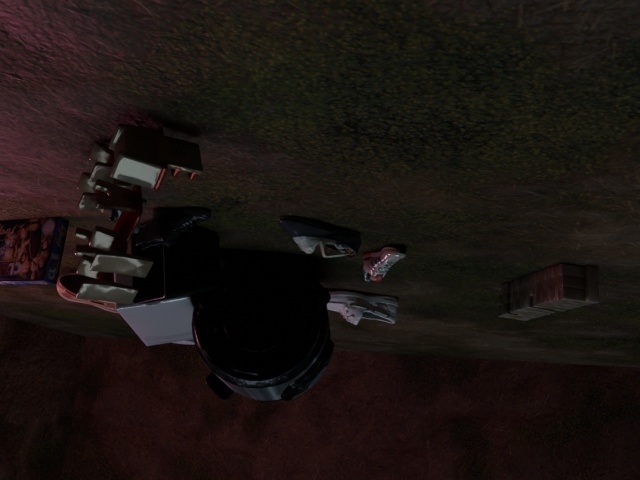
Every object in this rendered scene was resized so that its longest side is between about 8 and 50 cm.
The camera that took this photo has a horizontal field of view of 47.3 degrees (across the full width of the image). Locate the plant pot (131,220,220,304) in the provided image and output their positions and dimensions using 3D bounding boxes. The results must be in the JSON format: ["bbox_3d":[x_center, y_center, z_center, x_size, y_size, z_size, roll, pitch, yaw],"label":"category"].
[{"bbox_3d":[-0.345,0.053,1.778,0.166,0.188,0.188,2,170,-36],"label":"plant pot"}]

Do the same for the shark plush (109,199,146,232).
[{"bbox_3d":[-0.426,-0.069,1.539,0.073,0.067,0.161,2,165,13],"label":"shark plush"}]

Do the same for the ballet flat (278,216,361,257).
[{"bbox_3d":[0.000,0.000,1.631,0.203,0.074,0.074,13,163,-25],"label":"ballet flat"}]

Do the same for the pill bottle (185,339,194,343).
[{"bbox_3d":[-0.435,0.225,2.355,0.119,0.209,0.119,5,165,1],"label":"pill bottle"}]

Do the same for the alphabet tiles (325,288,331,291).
[{"bbox_3d":[-0.034,0.174,2.403,0.237,0.009,0.198,10,164,-17],"label":"alphabet tiles"}]

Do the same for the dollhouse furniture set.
[{"bbox_3d":[-0.310,-0.061,1.223,0.135,0.262,0.259,12,133,-29],"label":"dollhouse furniture set"}]

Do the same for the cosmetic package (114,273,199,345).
[{"bbox_3d":[-0.436,0.167,2.040,0.196,0.155,0.366,-7,156,-5],"label":"cosmetic package"}]

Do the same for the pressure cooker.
[{"bbox_3d":[-0.147,0.256,2.053,0.369,0.376,0.420,-2,160,1],"label":"pressure cooker"}]

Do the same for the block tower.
[{"bbox_3d":[0.574,0.136,1.876,0.097,0.091,0.335,9,164,-14],"label":"block tower"}]

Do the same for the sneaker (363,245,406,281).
[{"bbox_3d":[0.156,0.062,1.786,0.057,0.076,0.161,14,163,-28],"label":"sneaker"}]

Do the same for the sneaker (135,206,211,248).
[{"bbox_3d":[-0.325,-0.025,1.621,0.170,0.089,0.051,1,164,18],"label":"sneaker"}]

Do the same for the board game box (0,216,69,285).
[{"bbox_3d":[-0.749,0.030,1.840,0.243,0.165,0.042,-3,163,28],"label":"board game box"}]

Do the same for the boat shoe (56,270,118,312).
[{"bbox_3d":[-0.720,0.169,2.438,0.324,0.123,0.116,6,163,-8],"label":"boat shoe"}]

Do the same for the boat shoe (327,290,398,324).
[{"bbox_3d":[0.112,0.220,2.332,0.276,0.096,0.098,5,161,-3],"label":"boat shoe"}]
